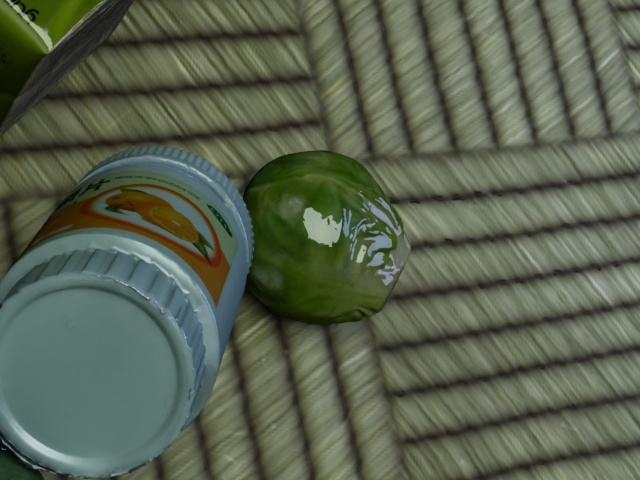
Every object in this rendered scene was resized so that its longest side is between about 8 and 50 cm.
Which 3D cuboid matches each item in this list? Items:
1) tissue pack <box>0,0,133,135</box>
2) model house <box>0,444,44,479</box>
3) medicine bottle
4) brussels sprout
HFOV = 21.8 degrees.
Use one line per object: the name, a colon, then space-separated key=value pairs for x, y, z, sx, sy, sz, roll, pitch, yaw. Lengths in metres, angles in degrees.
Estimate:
tissue pack: x=-0.282 y=-0.246 z=1.276 sx=0.274 sy=0.200 sz=0.167 roll=44 pitch=62 yaw=-5
model house: x=-0.330 y=0.127 z=1.104 sx=0.298 sy=0.284 sz=0.243 roll=19 pitch=73 yaw=-16
medicine bottle: x=-0.137 y=0.041 z=1.171 sx=0.158 sy=0.318 sz=0.158 roll=1 pitch=107 yaw=2
brussels sprout: x=0.000 y=0.000 z=1.366 sx=0.155 sy=0.117 sz=0.155 roll=6 pitch=65 yaw=-14
